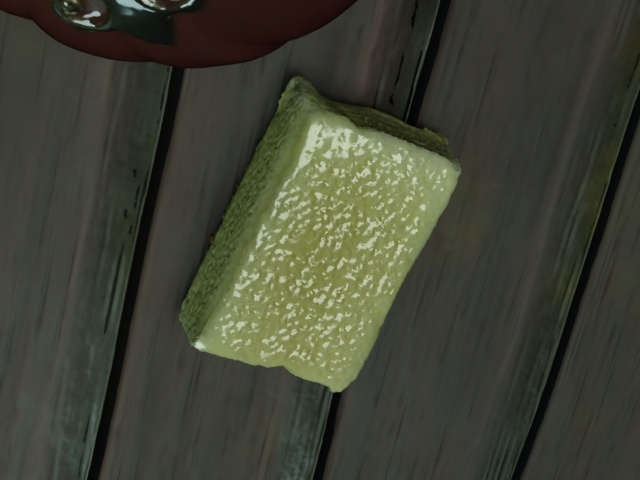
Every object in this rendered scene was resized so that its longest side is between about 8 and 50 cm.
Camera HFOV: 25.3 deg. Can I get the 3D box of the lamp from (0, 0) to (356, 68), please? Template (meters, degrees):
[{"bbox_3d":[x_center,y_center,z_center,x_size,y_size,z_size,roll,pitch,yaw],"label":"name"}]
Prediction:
[{"bbox_3d":[-0.084,-0.230,0.710,0.303,0.257,0.303,16,134,18],"label":"lamp"}]

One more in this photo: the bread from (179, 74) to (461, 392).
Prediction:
[{"bbox_3d":[0.001,-0.001,0.952,0.125,0.068,0.188,19,107,-22],"label":"bread"}]
